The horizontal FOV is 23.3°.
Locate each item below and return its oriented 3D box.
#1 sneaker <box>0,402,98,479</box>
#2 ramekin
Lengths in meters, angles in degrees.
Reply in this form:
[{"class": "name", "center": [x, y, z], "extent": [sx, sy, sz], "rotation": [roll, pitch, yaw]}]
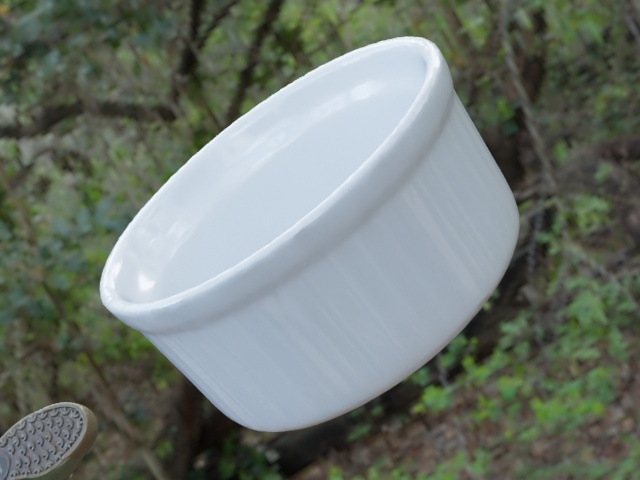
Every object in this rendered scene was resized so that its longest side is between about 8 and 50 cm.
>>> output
[{"class": "sneaker", "center": [-0.277, 0.224, 1.506], "extent": [0.192, 0.064, 0.086], "rotation": [-37, -30, 14]}, {"class": "ramekin", "center": [0.000, 0.000, 1.047], "extent": [0.277, 0.135, 0.277], "rotation": [-33, 20, 14]}]
